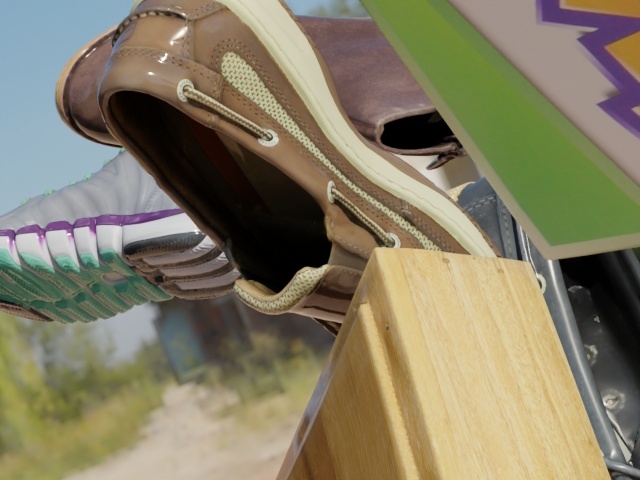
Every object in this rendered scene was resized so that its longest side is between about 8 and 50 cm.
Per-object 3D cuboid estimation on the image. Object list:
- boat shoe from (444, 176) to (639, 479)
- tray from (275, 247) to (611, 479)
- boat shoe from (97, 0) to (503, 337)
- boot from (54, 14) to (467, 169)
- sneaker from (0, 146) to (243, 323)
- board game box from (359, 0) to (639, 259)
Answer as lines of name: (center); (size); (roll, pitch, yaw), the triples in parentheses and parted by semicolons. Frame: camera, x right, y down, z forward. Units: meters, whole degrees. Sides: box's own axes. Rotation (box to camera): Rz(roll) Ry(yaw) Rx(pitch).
boat shoe: (0.218, 0.155, 1.198); (0.156, 0.500, 0.187); (-40, -22, 26)
tray: (0.056, 0.217, 0.629); (0.076, 0.411, 0.203); (7, -49, -19)
boat shoe: (-0.006, 0.002, 0.811); (0.095, 0.257, 0.095); (-24, 26, 43)
boot: (-0.013, -0.088, 1.085); (0.248, 0.090, 0.207); (-9, 17, -22)
sneaker: (-0.123, -0.012, 1.090); (0.224, 0.098, 0.083); (-5, -34, 34)
board game box: (0.088, -0.062, 0.280); (0.259, 0.124, 0.039); (-8, 36, 50)
